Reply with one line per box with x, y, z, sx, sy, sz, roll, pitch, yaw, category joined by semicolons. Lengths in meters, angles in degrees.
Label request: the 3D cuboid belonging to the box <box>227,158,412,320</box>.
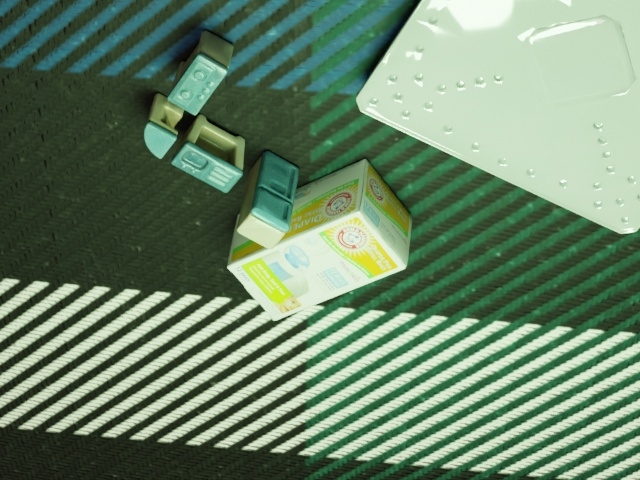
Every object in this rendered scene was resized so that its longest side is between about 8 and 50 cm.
0.000;0.000;2.234;0.203;0.103;0.114;-22;126;25;box

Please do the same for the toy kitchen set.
-0.097;-0.121;2.126;0.207;0.122;0.166;28;130;-17;toy kitchen set

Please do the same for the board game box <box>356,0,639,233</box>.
0.297;-0.218;2.031;0.390;0.050;0.390;24;131;-13;board game box
